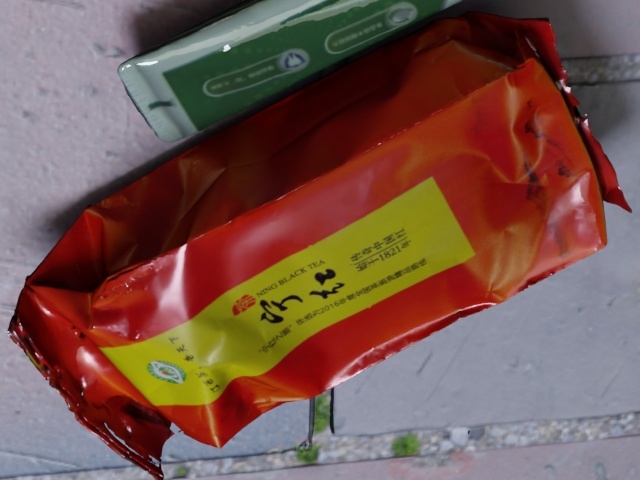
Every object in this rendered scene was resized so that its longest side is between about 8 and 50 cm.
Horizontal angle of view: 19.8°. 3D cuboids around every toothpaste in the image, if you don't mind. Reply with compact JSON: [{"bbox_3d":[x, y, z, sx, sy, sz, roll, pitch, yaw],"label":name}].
[{"bbox_3d":[0.050,-0.176,1.258,0.392,0.061,0.098,-25,145,4],"label":"toothpaste"}]

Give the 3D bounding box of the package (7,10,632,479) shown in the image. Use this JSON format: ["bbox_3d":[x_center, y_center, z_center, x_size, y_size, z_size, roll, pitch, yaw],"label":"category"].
[{"bbox_3d":[0.001,0.000,1.307,0.424,0.123,0.196,-30,124,6],"label":"package"}]
